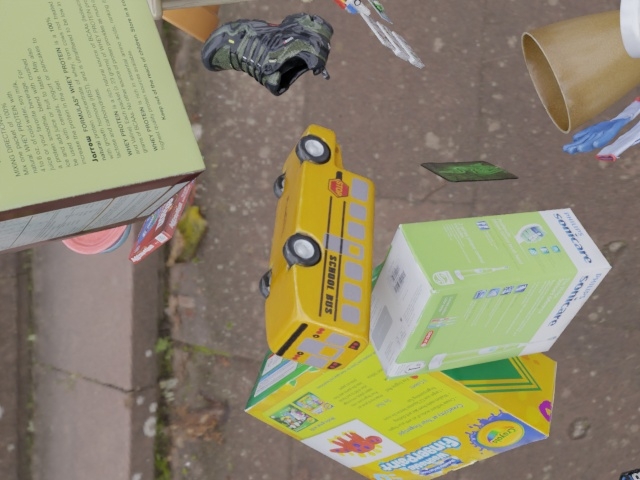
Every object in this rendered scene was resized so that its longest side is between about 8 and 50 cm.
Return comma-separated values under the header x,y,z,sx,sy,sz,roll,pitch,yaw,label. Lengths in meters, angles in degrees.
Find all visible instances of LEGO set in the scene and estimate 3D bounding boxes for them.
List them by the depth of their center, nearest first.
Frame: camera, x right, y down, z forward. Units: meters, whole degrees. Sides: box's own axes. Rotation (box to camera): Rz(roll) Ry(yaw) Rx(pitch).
x,y,z,sx,sy,sz,roll,pitch,yaw,label
0.073,-0.409,1.445,0.060,0.182,0.244,-41,71,22,LEGO set

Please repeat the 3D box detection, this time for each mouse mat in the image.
x,y,z,sx,sy,sz,roll,pitch,yaw,label
0.347,-0.163,1.862,0.152,0.190,0.007,-137,48,-59,mouse mat

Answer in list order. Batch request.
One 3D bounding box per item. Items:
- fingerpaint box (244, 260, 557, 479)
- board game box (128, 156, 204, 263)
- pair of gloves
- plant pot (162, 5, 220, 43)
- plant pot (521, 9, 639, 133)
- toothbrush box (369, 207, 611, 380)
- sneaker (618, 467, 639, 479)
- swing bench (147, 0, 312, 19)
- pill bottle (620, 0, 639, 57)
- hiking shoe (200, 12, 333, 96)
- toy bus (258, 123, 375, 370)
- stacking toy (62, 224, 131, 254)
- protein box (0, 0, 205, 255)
x,y,z,sx,sy,sz,roll,pitch,yaw,label
0.134,0.266,1.455,0.371,0.163,0.445,32,140,-14,fingerpaint box
-0.360,-0.080,1.874,0.145,0.027,0.281,-31,31,35,board game box
0.477,-0.177,1.247,0.159,0.198,0.023,-35,104,-4,pair of gloves
-0.308,-0.564,1.637,0.291,0.291,0.203,36,99,31,plant pot
0.596,-0.390,1.699,0.254,0.237,0.237,-25,76,7,plant pot
0.225,0.075,1.125,0.206,0.283,0.122,108,149,-46,toothbrush box
0.665,0.456,1.556,0.079,0.121,0.217,-111,34,-49,sneaker
-0.137,-0.429,0.980,0.165,0.253,0.254,36,131,37,swing bench
0.622,-0.346,1.165,0.323,0.181,0.181,4,96,40,pill bottle
-0.091,-0.284,1.252,0.227,0.086,0.114,-6,68,22,hiking shoe
0.000,0.000,1.096,0.108,0.130,0.332,126,156,-48,toy bus
-0.492,-0.132,1.590,0.309,0.130,0.279,27,91,0,stacking toy
-0.225,-0.101,0.563,0.136,0.201,0.200,-27,81,55,protein box
